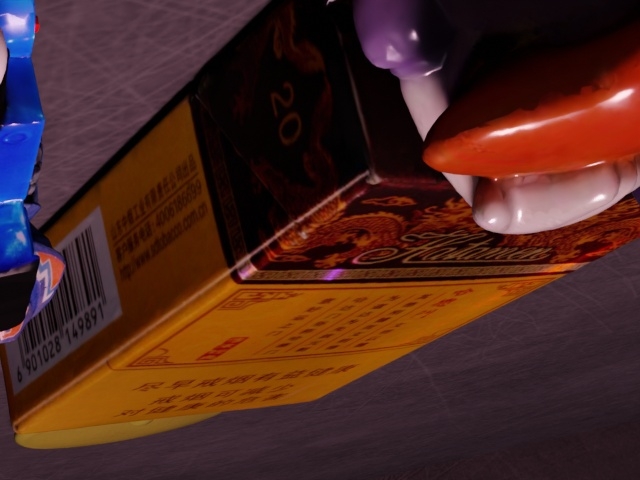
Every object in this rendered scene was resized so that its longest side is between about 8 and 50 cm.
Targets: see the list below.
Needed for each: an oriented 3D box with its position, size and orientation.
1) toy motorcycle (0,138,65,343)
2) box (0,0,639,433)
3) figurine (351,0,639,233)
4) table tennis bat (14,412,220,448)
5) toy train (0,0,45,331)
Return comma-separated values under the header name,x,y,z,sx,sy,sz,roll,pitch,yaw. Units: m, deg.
name,x,y,z,sx,sy,sz,roll,pitch,yaw
toy motorcycle,-0.192,0.012,0.646,0.076,0.114,0.205,2,156,-44
box,0.000,0.000,0.768,0.264,0.116,0.415,0,157,-36
figurine,0.079,-0.111,0.382,0.154,0.193,0.421,-27,151,30
table tennis bat,-0.184,0.160,1.229,0.224,0.054,0.369,-8,166,-18
toy train,-0.151,-0.045,0.476,0.082,0.131,0.204,-7,161,-21
